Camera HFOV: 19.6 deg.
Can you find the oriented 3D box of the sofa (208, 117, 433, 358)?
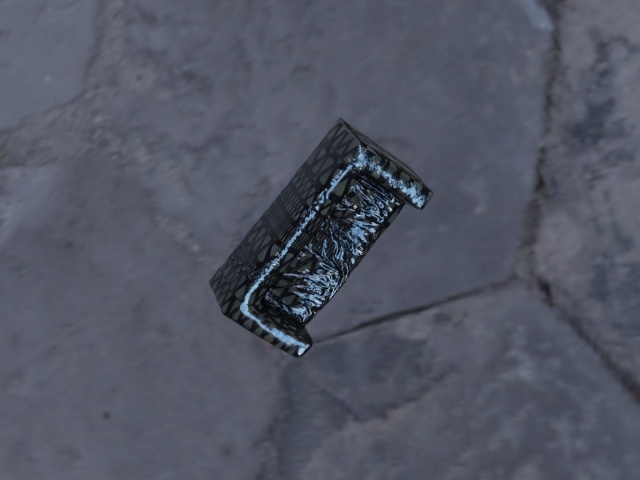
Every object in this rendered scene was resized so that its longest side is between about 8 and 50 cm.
[{"bbox_3d":[0.000,0.000,0.980,0.060,0.039,0.118,33,103,-31],"label":"sofa"}]
